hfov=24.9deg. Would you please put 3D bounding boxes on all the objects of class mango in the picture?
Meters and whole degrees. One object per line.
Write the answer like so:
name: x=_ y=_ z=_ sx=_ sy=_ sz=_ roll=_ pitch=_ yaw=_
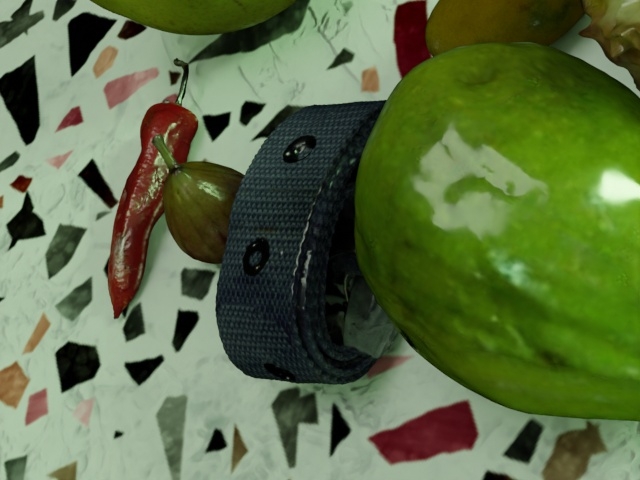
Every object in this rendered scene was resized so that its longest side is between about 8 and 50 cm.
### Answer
mango: x=0.157 y=-0.196 z=1.169 sx=0.163 sy=0.089 sz=0.111 roll=-49 pitch=33 yaw=15

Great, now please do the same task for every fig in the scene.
fig: x=-0.106 y=-0.038 z=1.240 sx=0.089 sy=0.125 sz=0.089 roll=-21 pitch=47 yaw=25
fig: x=0.146 y=0.026 z=0.941 sx=0.233 sy=0.233 sz=0.314 roll=-29 pitch=53 yaw=20

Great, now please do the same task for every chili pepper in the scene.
chili pepper: x=-0.160 y=-0.057 z=1.348 sx=0.059 sy=0.050 sz=0.268 roll=6 pitch=67 yaw=23

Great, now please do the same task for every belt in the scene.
belt: x=0.000 y=0.000 z=1.134 sx=0.126 sy=0.140 sz=0.230 roll=1 pitch=65 yaw=44

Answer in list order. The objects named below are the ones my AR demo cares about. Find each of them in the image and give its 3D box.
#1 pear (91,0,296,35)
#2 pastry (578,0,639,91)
pear: x=-0.102 y=-0.325 z=1.325 sx=0.294 sy=0.294 sz=0.294 roll=-19 pitch=53 yaw=27
pastry: x=0.331 y=-0.271 z=0.888 sx=0.337 sy=0.405 sz=0.292 roll=-14 pitch=53 yaw=-21
